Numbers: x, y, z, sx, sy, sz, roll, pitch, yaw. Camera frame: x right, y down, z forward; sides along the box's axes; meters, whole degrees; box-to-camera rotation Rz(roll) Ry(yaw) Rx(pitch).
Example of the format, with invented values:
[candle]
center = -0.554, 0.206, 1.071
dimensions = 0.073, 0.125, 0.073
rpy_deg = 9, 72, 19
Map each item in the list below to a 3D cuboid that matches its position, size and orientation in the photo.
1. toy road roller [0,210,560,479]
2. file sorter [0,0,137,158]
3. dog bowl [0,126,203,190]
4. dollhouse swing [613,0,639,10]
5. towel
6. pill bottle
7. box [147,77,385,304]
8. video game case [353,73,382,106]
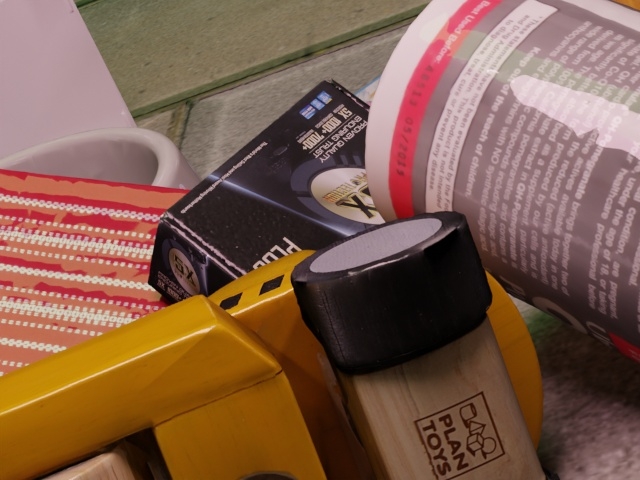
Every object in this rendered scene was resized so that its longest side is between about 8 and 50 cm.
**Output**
[toy road roller]
center = -0.038, 0.117, 1.003
dimensions = 0.329, 0.202, 0.240
rpy_deg = -23, 12, -9
[file sorter]
center = -0.342, -0.092, 1.696
dimensions = 0.278, 0.193, 0.173
rpy_deg = -40, 26, -31
[dog bowl]
center = -0.232, 0.030, 1.456
dimensions = 0.349, 0.102, 0.349
rpy_deg = -20, 24, 9
[dollhouse swing]
center = 0.288, -0.168, 1.193
dimensions = 0.347, 0.315, 0.305
rpy_deg = -23, 14, 1
[towel]
center = -0.168, 0.064, 1.252
dimensions = 0.199, 0.031, 0.275
rpy_deg = 6, 52, 10
[pill bottle]
center = 0.193, -0.021, 1.015
dimensions = 0.318, 0.176, 0.176
rpy_deg = 29, 54, 36
[box]
center = 0.000, 0.000, 1.244
dimensions = 0.147, 0.077, 0.180
rpy_deg = 38, 55, 15
[video game case]
center = 0.037, -0.081, 1.433
dimensions = 0.166, 0.015, 0.119
rpy_deg = -33, 32, 37
